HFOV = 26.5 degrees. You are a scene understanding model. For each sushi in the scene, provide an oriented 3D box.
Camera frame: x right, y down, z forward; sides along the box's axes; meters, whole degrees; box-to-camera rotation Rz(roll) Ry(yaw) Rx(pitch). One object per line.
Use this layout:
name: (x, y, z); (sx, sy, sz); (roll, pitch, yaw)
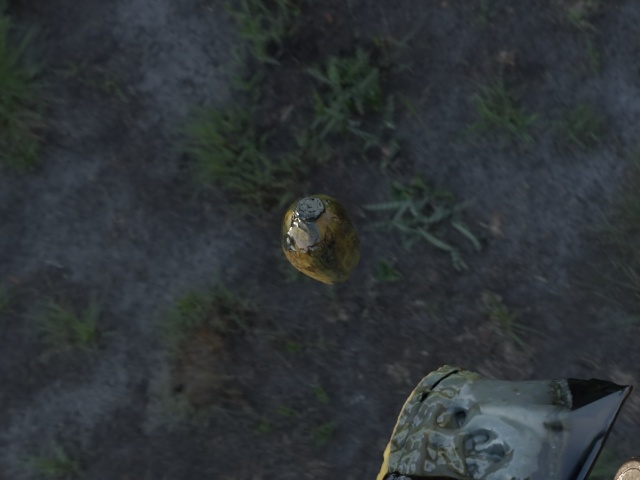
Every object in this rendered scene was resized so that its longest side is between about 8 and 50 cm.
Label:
sushi: (0.061, 0.173, 0.760); (0.109, 0.134, 0.273); (31, 55, 8)

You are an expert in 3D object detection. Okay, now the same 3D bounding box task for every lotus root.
lotus root: (0.000, 0.000, 1.640); (0.080, 0.179, 0.089); (27, 75, 25)

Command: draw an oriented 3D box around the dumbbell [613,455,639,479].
dumbbell: (0.289, 0.214, 1.132); (0.069, 0.147, 0.069); (-176, 90, -66)
